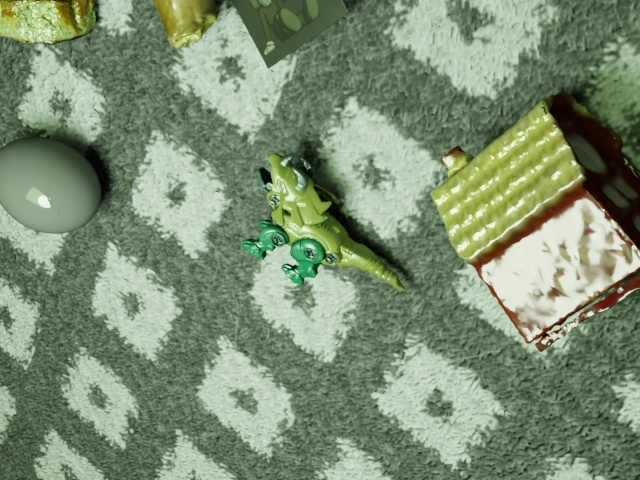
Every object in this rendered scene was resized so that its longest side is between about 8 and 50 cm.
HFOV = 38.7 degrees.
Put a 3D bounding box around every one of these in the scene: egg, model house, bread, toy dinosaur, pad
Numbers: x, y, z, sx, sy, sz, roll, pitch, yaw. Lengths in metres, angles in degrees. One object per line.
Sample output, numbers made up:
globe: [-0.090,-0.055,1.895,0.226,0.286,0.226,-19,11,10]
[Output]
egg: [-0.440,-0.090,1.455,0.199,0.146,0.146,33,126,23]
model house: [0.260,-0.035,1.037,0.254,0.160,0.196,50,129,4]
bread: [-0.410,-0.333,1.334,0.140,0.128,0.069,21,125,29]
toy dinosaur: [0.000,0.000,1.266,0.259,0.094,0.153,43,131,-3]
pad: [-0.048,-0.310,1.166,0.190,0.004,0.127,-21,100,52]

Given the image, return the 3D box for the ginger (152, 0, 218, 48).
ginger: [-0.221,-0.440,1.147,0.236,0.166,0.375,18,114,6]

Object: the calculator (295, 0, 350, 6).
calculator: [-0.001,-0.366,1.124,0.100,0.032,0.175,0,112,32]
